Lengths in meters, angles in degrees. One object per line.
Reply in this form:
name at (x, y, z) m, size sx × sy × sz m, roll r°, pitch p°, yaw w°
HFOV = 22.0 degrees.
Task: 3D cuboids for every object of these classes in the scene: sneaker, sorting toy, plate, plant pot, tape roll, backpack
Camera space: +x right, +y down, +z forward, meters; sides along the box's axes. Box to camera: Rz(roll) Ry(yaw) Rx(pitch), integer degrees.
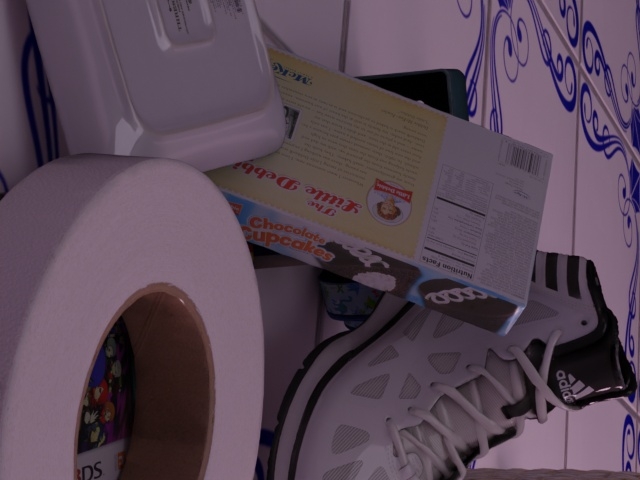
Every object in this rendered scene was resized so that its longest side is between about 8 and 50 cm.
sneaker at (0.139, 0.143, 1.551) m, size 0.447 × 0.257 × 0.169 m, roll -53°, pitch 127°, yaw -41°
sorting toy at (0.000, 0.000, 1.588) m, size 0.274 × 0.132 × 0.046 m, roll -2°, pitch 87°, yaw -67°
plate at (-0.127, -0.186, 1.326) m, size 0.278 × 0.045 × 0.277 m, roll -22°, pitch 98°, yaw -56°
plant pot at (0.089, -0.104, 1.782) m, size 0.234 × 0.165 × 0.166 m, roll -32°, pitch 117°, yaw -71°
tape roll at (-0.149, 0.133, 1.178) m, size 0.392 × 0.072 × 0.392 m, roll 5°, pitch 90°, yaw -68°
backpack at (0.057, 0.050, 1.752) m, size 0.114 × 0.105 × 0.084 m, roll -43°, pitch 126°, yaw -58°

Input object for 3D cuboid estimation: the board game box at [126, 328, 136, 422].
board game box at (-0.146, 0.106, 1.369) m, size 0.126 × 0.026 × 0.186 m, roll -12°, pitch 98°, yaw -67°

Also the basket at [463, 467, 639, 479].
basket at (0.207, 0.416, 1.795) m, size 0.266 × 0.331 × 0.328 m, roll 6°, pitch 81°, yaw -72°

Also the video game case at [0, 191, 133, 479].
video game case at (-0.207, 0.078, 1.207) m, size 0.210 × 0.041 × 0.232 m, roll -7°, pitch 93°, yaw -68°

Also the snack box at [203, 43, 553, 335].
snack box at (0.045, -0.052, 1.503) m, size 0.060 × 0.322 × 0.187 m, roll 118°, pitch -9°, yaw -51°
